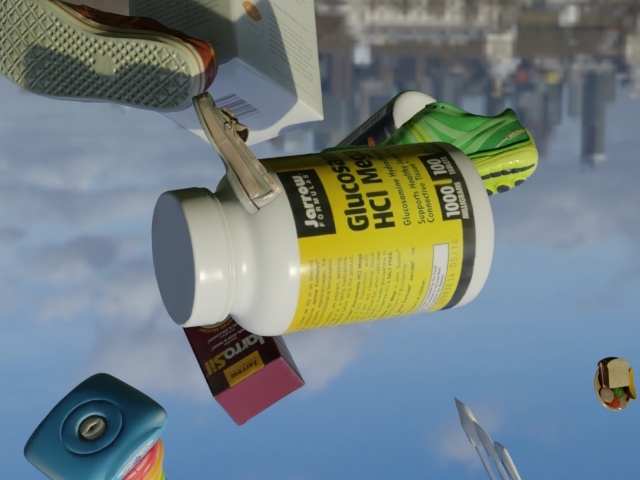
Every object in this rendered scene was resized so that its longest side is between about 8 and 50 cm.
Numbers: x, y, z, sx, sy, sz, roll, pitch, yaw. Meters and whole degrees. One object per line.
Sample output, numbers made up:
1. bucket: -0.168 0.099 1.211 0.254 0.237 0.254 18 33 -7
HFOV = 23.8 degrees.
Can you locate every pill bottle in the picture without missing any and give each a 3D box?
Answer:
1. pill bottle: 0.096 -0.128 2.434 0.130 0.130 0.245 -5 157 -41
2. pill bottle: 0.000 0.000 1.613 0.334 0.188 0.188 -8 -171 -24

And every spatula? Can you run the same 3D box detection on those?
1. spatula: 0.273 0.349 2.238 0.019 0.242 0.168 -36 -148 -11

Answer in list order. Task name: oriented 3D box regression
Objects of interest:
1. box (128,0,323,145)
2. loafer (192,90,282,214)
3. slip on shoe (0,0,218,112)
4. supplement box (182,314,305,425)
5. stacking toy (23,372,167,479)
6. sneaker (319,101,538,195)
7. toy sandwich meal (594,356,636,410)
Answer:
1. box: -0.130 -0.326 2.028 0.168 0.345 0.215 -17 154 27
2. loafer: -0.073 -0.083 1.354 0.039 0.125 0.045 -29 162 8
3. slip on shoe: -0.270 -0.227 1.814 0.331 0.123 0.101 15 -159 22
4. supplement box: -0.109 0.129 1.961 0.104 0.081 0.188 -32 -131 3
5. stacking toy: -0.283 0.353 2.199 0.165 0.302 0.175 27 -119 33
6. sneaker: 0.134 -0.113 2.002 0.295 0.123 0.109 -6 150 -7
7. toy sandwich meal: 0.458 0.220 2.342 0.085 0.086 0.029 -4 171 -30
